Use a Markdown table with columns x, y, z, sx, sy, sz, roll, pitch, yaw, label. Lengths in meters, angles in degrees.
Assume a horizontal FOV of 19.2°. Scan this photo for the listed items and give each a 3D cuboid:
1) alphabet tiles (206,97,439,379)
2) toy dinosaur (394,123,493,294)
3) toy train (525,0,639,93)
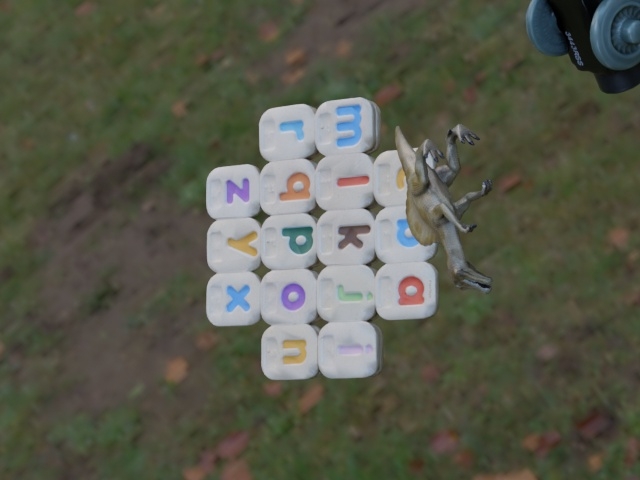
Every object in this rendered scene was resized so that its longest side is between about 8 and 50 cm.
| x | y | z | sx | sy | sz | roll | pitch | yaw | label |
| --- | --- | --- | --- | --- | --- | --- | --- | --- | --- |
| 0.000 | 0.000 | 1.928 | 0.278 | 0.021 | 0.284 | -5 | 82 | 33 | alphabet tiles |
| 0.083 | -0.043 | 1.438 | 0.183 | 0.053 | 0.092 | 66 | 146 | 34 | toy dinosaur |
| 0.262 | -0.307 | 1.780 | 0.190 | 0.334 | 0.142 | -38 | 28 | -20 | toy train |
